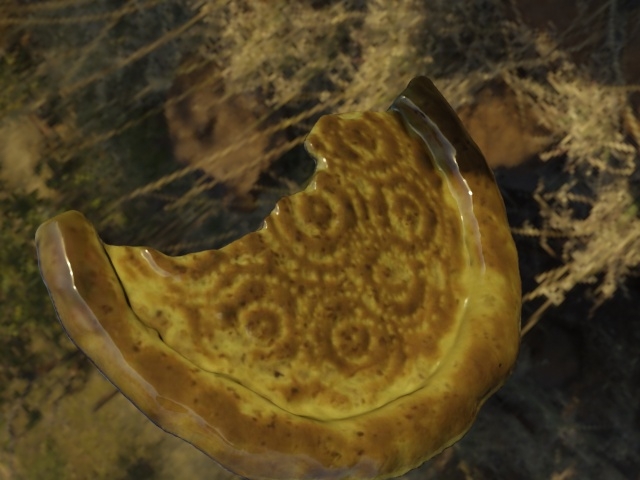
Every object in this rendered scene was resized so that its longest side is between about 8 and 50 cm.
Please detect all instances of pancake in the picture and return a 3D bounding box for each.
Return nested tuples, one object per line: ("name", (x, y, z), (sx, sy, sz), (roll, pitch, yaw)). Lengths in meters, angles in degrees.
("pancake", (0.000, 0.000, 0.416), (0.184, 0.190, 0.020), (28, 146, -12))
